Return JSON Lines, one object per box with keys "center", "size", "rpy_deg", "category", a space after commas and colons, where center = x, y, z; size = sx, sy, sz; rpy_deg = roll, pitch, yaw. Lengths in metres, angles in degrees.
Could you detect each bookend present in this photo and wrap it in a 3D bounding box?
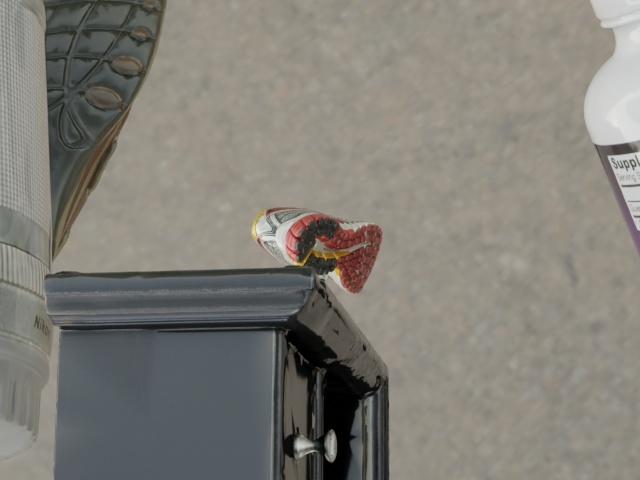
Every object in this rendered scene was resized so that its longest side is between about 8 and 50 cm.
{"center": [-0.025, 0.099, 0.509], "size": [0.072, 0.157, 0.156], "rpy_deg": [-2, 75, 9], "category": "bookend"}

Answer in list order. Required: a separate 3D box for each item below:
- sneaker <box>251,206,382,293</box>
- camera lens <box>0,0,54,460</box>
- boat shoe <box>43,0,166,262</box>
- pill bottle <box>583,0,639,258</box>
{"center": [0.000, 0.000, 2.090], "size": [0.093, 0.225, 0.088], "rpy_deg": [21, 88, 30], "category": "sneaker"}
{"center": [-0.252, -0.024, 0.943], "size": [0.219, 0.219, 0.274], "rpy_deg": [-22, 65, 45], "category": "camera lens"}
{"center": [-0.234, -0.092, 1.534], "size": [0.122, 0.324, 0.120], "rpy_deg": [27, 177, 0], "category": "boat shoe"}
{"center": [0.265, -0.025, 1.013], "size": [0.181, 0.181, 0.323], "rpy_deg": [-16, 100, 44], "category": "pill bottle"}
